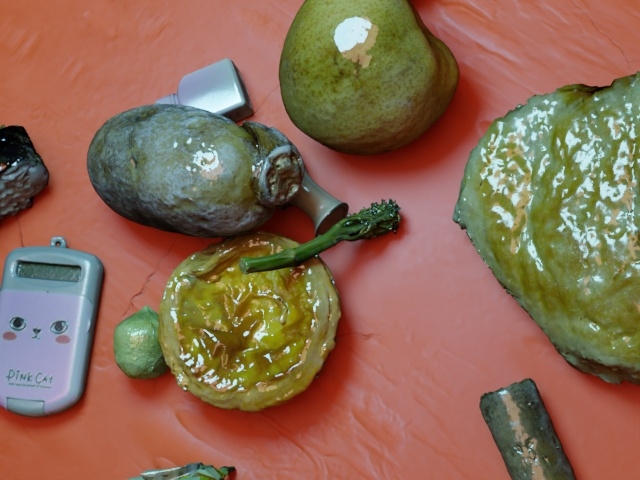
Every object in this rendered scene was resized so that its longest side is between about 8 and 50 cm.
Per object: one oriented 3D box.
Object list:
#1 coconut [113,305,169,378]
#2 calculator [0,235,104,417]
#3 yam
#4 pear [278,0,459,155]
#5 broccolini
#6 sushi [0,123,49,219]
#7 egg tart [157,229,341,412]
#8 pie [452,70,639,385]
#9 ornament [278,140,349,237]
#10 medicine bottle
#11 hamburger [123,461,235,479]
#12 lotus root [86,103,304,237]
[{"bbox_3d":[-0.227,0.131,1.936,0.088,0.088,0.096,1,84,13],"label":"coconut"},{"bbox_3d":[-0.368,0.113,1.995,0.141,0.045,0.246,6,77,14],"label":"calculator"},{"bbox_3d":[0.256,0.256,1.801,0.078,0.078,0.179,-26,73,6],"label":"yam"},{"bbox_3d":[0.049,-0.216,1.892,0.211,0.188,0.228,-34,96,14],"label":"pear"},{"bbox_3d":[0.000,0.000,1.873,0.239,0.051,0.054,-21,68,-30],"label":"broccolini"},{"bbox_3d":[-0.478,-0.073,2.011,0.212,0.147,0.115,-38,72,6],"label":"sushi"},{"bbox_3d":[-0.087,0.102,1.901,0.241,0.106,0.241,-2,78,10],"label":"egg tart"},{"bbox_3d":[0.387,-0.028,1.794,0.418,0.180,0.395,-30,68,16],"label":"pie"},{"bbox_3d":[-0.038,-0.073,1.947,0.081,0.075,0.156,-46,73,0],"label":"ornament"},{"bbox_3d":[-0.158,-0.186,2.011,0.118,0.055,0.074,-22,74,6],"label":"medicine bottle"},{"bbox_3d":[-0.190,0.341,1.836,0.214,0.235,0.125,-21,85,38],"label":"hamburger"},{"bbox_3d":[-0.186,-0.088,1.908,0.350,0.175,0.175,8,78,41],"label":"lotus root"}]
